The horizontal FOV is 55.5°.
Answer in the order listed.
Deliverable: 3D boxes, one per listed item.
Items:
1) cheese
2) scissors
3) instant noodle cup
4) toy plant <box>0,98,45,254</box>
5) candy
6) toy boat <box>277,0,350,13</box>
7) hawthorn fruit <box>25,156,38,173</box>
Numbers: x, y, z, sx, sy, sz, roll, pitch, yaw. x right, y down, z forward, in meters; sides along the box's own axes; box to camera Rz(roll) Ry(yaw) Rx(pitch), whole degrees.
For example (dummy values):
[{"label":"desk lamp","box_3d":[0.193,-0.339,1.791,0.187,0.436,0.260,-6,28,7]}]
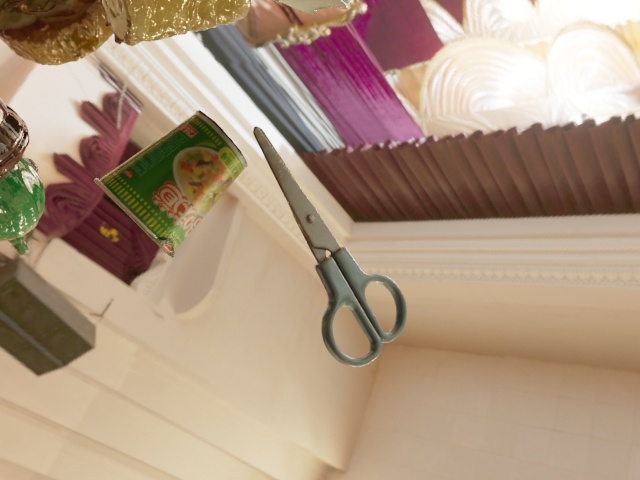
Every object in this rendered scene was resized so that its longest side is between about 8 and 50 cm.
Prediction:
[{"label":"cheese","box_3d":[-0.170,-0.303,0.716,0.167,0.123,0.094,-25,-138,-25]},{"label":"scissors","box_3d":[0.000,0.000,1.048,0.193,0.447,0.029,-35,-172,-35]},{"label":"instant noodle cup","box_3d":[-0.267,-0.114,1.157,0.233,0.207,0.207,-44,-141,-12]},{"label":"toy plant","box_3d":[-0.326,-0.075,0.573,0.105,0.200,0.143,-28,-134,-30]},{"label":"candy","box_3d":[-0.499,-0.452,1.147,0.260,0.118,0.259,-2,-115,5]},{"label":"toy boat","box_3d":[-0.028,-0.494,1.154,0.134,0.208,0.078,10,-83,35]},{"label":"hawthorn fruit","box_3d":[-0.675,-0.158,1.370,0.077,0.077,0.077,-22,-136,24]}]
